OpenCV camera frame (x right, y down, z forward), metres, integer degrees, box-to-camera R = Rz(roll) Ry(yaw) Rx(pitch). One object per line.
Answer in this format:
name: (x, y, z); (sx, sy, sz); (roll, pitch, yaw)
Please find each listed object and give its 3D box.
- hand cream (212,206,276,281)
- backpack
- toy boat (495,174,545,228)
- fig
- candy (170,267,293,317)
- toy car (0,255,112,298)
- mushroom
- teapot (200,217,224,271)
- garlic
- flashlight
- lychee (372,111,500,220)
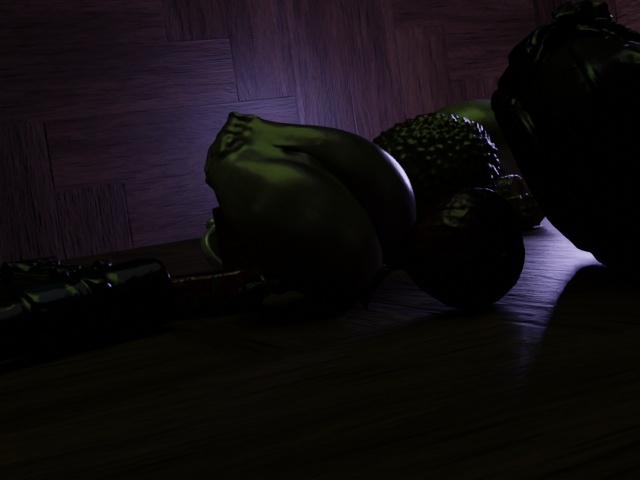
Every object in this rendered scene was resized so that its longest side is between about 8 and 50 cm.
hand cream: (-0.075, -0.008, 1.614); (0.230, 0.149, 0.230); (-9, 6, 1)
backpack: (0.386, -0.118, 1.128); (0.255, 0.363, 0.445); (-31, 13, 10)
toy boat: (0.357, -0.075, 1.928); (0.310, 0.115, 0.089); (-6, 4, 36)
fig: (0.133, 0.018, 1.043); (0.146, 0.133, 0.201); (1, -12, -44)
candy: (-0.160, 0.073, 1.258); (0.292, 0.059, 0.086); (-6, 3, 17)
toy car: (-0.371, 0.081, 1.272); (0.210, 0.108, 0.089); (1, 7, 40)
mushroom: (0.357, -0.179, 2.154); (0.352, 0.260, 0.352); (1, -37, 1)
teapot: (-0.143, -0.009, 1.885); (0.298, 0.139, 0.204); (-16, -18, -46)
garlic: (0.000, 0.000, 1.195); (0.246, 0.231, 0.340); (-5, -35, 19)
flashlight: (-0.356, 0.104, 1.042); (0.103, 0.103, 0.424); (-4, 8, 44)
lychee: (0.195, -0.107, 1.731); (0.320, 0.270, 0.270); (-50, -10, 18)
